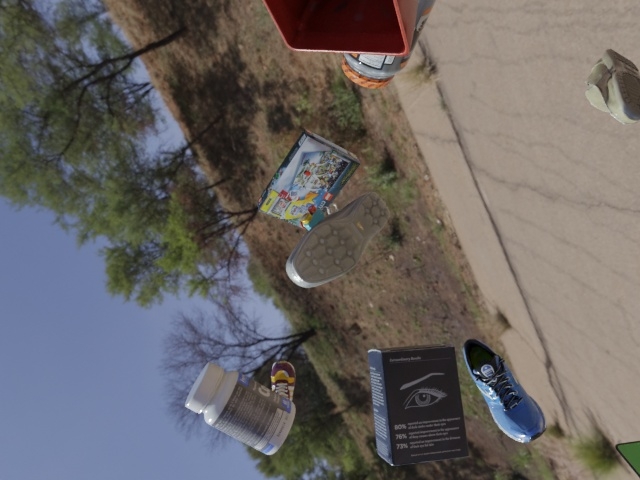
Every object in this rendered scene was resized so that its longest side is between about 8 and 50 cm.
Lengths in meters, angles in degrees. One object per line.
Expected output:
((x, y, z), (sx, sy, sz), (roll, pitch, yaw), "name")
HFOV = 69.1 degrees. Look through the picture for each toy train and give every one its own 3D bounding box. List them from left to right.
((0.000, 0.000, 1.062), (0.125, 0.046, 0.167), (-5, -89, -43), "toy train")

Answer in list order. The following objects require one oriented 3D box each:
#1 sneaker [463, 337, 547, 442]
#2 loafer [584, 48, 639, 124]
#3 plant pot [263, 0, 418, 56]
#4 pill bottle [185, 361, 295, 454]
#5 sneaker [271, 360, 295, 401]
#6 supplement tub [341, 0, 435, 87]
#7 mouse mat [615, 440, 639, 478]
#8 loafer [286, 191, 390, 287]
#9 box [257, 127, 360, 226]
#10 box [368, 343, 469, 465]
((0.496, 0.412, 1.311), (0.147, 0.129, 0.330), (45, -170, -37), "sneaker")
((0.620, -0.307, 0.973), (0.101, 0.092, 0.269), (27, -135, -1), "loafer")
((0.048, -0.522, 0.828), (0.267, 0.236, 0.267), (15, 164, 26), "plant pot")
((-0.110, 0.229, 0.641), (0.137, 0.078, 0.078), (33, -171, -11), "pill bottle")
((-0.102, 0.414, 1.259), (0.084, 0.069, 0.186), (-91, 1, -62), "sneaker")
((0.165, -0.556, 1.165), (0.194, 0.193, 0.316), (64, 154, 23), "supplement tub")
((0.649, 0.420, 0.827), (0.153, 0.189, 0.007), (-112, 28, -55), "mouse mat")
((0.032, 0.004, 0.936), (0.112, 0.111, 0.319), (56, -137, -2), "loafer")
((-0.032, -0.143, 1.158), (0.159, 0.233, 0.044), (21, -149, -30), "box")
((0.185, 0.311, 0.906), (0.108, 0.153, 0.207), (123, 145, -74), "box")
